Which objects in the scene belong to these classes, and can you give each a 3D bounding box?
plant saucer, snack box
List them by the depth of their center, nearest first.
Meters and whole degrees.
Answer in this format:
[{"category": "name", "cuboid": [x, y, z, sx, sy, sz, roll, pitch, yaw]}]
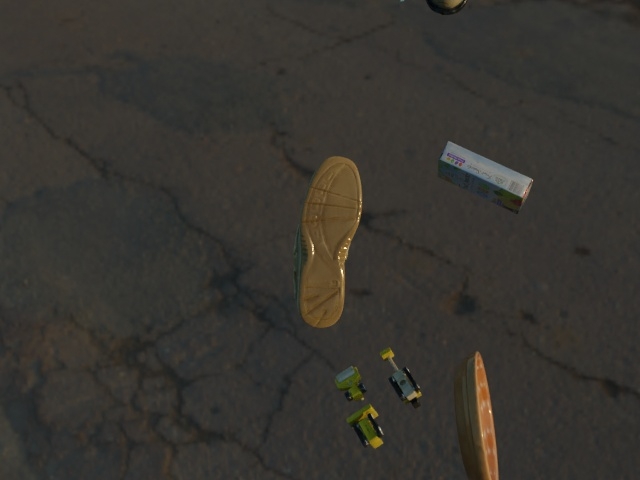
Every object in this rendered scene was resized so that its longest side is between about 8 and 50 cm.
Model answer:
[{"category": "plant saucer", "cuboid": [0.216, 0.255, 1.499, 0.037, 0.200, 0.200, -8, 30, 12]}, {"category": "snack box", "cuboid": [0.251, -0.095, 1.652, 0.141, 0.100, 0.037, 27, 80, 10]}]

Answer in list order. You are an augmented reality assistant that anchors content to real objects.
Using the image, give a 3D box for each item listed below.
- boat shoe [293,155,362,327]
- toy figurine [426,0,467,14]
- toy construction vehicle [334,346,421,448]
[{"category": "boat shoe", "cuboid": [0.000, 0.000, 1.076, 0.063, 0.170, 0.059, 10, 0, -15]}, {"category": "toy figurine", "cuboid": [0.189, -0.433, 1.428, 0.209, 0.148, 0.213, -32, 74, 3]}, {"category": "toy construction vehicle", "cuboid": [0.065, 0.171, 1.165, 0.086, 0.035, 0.098, -36, 47, 1]}]
